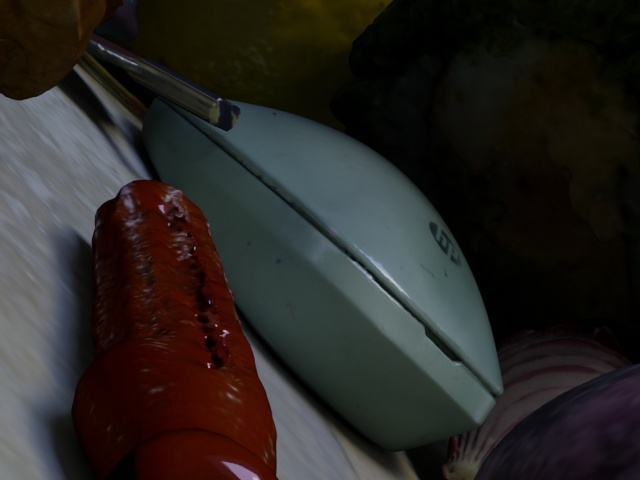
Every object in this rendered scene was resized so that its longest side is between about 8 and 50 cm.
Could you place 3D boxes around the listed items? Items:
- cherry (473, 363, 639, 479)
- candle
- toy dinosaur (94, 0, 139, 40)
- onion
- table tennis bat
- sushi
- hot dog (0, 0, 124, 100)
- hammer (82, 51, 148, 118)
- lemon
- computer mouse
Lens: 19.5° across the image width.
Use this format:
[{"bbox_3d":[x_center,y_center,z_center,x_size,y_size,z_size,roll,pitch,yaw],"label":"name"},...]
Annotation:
[{"bbox_3d":[0.130,0.120,0.588,0.195,0.195,0.195,47,5,-5],"label":"cherry"},{"bbox_3d":[-0.044,0.033,0.529,0.051,0.048,0.329,60,1,-16],"label":"candle"},{"bbox_3d":[-0.197,-0.205,0.837,0.331,0.129,0.383,53,8,-11],"label":"toy dinosaur"},{"bbox_3d":[0.146,0.128,0.886,0.206,0.151,0.098,-98,164,-52],"label":"onion"},{"bbox_3d":[-0.099,-0.090,0.930,0.158,0.014,0.095,30,4,38],"label":"table tennis bat"},{"bbox_3d":[0.165,-0.010,1.012,0.178,0.294,0.352,-37,107,-43],"label":"sushi"},{"bbox_3d":[-0.143,-0.134,0.667,0.160,0.099,0.227,45,4,-22],"label":"hot dog"},{"bbox_3d":[-0.117,-0.089,1.042,0.123,0.014,0.029,46,11,-43],"label":"hammer"},{"bbox_3d":[-0.029,-0.177,1.142,0.253,0.253,0.310,47,8,-6],"label":"lemon"},{"bbox_3d":[0.005,-0.004,0.930,0.159,0.097,0.288,42,8,-29],"label":"computer mouse"}]
